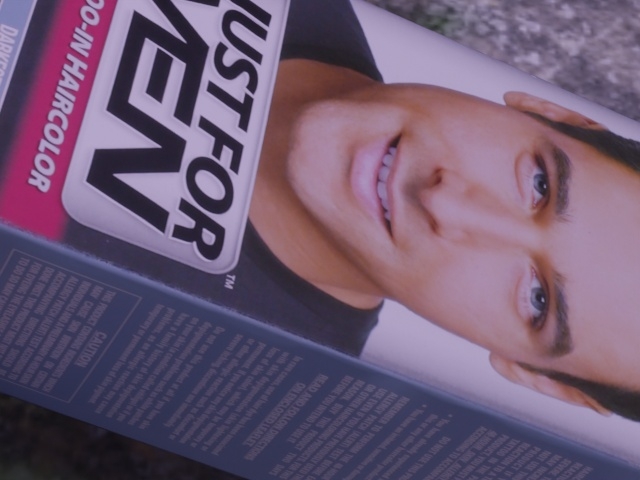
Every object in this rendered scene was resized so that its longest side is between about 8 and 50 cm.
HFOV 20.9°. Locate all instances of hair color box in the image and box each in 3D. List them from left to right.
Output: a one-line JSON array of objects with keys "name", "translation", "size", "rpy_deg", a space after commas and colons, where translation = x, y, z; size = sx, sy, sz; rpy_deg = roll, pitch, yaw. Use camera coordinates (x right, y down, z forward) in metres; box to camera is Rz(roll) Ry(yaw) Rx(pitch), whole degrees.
[{"name": "hair color box", "translation": [0.000, 0.000, 0.725], "size": [0.374, 0.113, 0.185], "rpy_deg": [22, 50, -16]}]
